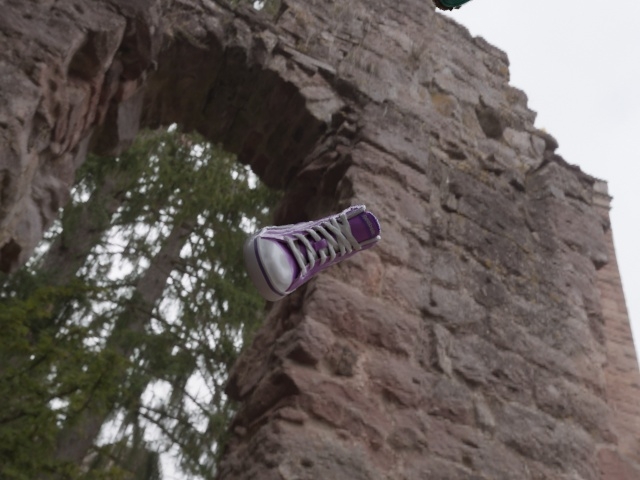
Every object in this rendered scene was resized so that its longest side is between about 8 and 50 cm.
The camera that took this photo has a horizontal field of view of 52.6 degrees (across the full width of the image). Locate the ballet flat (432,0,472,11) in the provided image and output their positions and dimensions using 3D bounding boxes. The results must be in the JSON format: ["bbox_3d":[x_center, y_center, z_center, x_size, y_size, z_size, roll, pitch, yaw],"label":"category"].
[{"bbox_3d":[0.222,-0.402,0.864,0.241,0.077,0.091,-46,-52,-1],"label":"ballet flat"}]

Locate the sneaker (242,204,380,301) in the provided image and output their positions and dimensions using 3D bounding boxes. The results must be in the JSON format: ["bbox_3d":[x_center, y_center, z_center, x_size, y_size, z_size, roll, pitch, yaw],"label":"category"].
[{"bbox_3d":[0.000,-0.001,0.951,0.161,0.282,0.102,-24,-88,20],"label":"sneaker"}]
